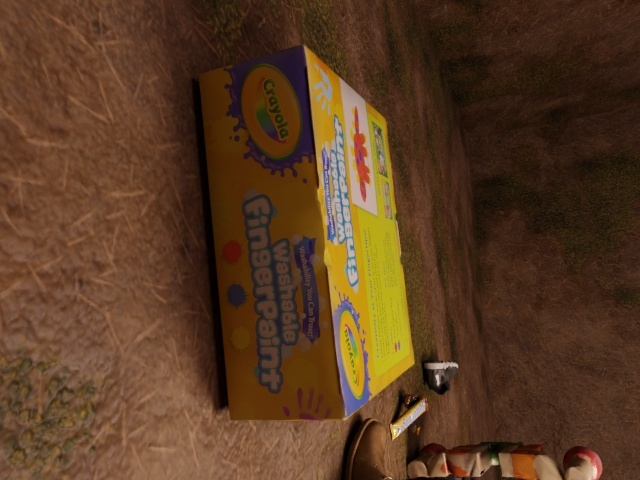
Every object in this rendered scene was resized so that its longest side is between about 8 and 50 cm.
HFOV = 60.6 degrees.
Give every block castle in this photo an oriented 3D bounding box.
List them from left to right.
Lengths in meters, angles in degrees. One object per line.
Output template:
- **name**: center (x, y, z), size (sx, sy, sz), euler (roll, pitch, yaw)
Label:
- **block castle**: center (0.453, 0.657, 1.342), size (0.213, 0.454, 0.302), euler (14, 69, -59)

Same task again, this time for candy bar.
- **candy bar**: center (0.217, 0.435, 1.344), size (0.161, 0.018, 0.040), euler (-20, 102, -45)

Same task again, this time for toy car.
- **toy car**: center (0.227, 0.447, 1.407), size (0.060, 0.041, 0.122), euler (-9, 105, -45)

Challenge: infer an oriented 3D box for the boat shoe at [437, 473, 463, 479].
- **boat shoe**: center (0.408, 0.711, 1.683), size (0.258, 0.084, 0.095), euler (53, 36, -50)

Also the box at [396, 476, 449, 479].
- **box**: center (0.175, 0.555, 1.068), size (0.156, 0.093, 0.158), euler (8, 71, -31)

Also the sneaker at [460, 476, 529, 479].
- **sneaker**: center (0.460, 0.728, 1.554), size (0.111, 0.300, 0.121), euler (47, 22, -78)

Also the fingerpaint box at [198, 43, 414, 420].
- **fingerpaint box**: center (0.000, 0.000, 0.822), size (0.371, 0.163, 0.444), euler (4, 79, -68)

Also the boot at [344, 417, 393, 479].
- **boot**: center (0.100, 0.453, 0.984), size (0.305, 0.115, 0.112), euler (-66, 140, -54)

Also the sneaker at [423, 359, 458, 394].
- **sneaker**: center (0.380, 0.432, 1.727), size (0.234, 0.078, 0.106), euler (25, 63, -60)
